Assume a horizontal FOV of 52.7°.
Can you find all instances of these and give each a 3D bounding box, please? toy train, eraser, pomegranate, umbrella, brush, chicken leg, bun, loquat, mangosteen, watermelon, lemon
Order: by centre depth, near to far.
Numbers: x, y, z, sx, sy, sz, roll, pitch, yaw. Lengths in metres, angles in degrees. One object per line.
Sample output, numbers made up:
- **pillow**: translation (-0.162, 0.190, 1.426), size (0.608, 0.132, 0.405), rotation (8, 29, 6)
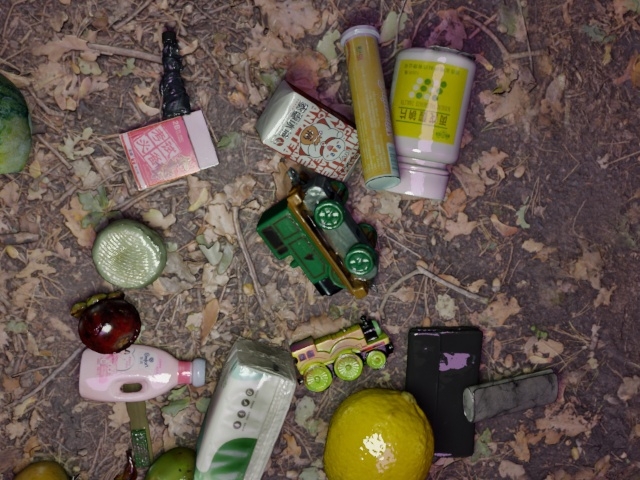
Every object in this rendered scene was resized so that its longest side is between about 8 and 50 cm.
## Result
- **watermelon**: translation (-0.865, -0.315, 1.628), size (0.224, 0.180, 0.305), rotation (-13, 100, -50)
- **umbrella**: translation (-0.389, -0.433, 1.696), size (0.080, 0.071, 0.224), rotation (-6, 91, 3)
- **bun**: translation (-0.507, 0.034, 1.735), size (0.196, 0.118, 0.195), rotation (0, 100, -1)
- **eraser**: translation (-0.403, -0.244, 1.741), size (0.230, 0.038, 0.157), rotation (-18, 101, -3)
- **mangosteen**: translation (-0.576, 0.216, 1.744), size (0.166, 0.166, 0.180), rotation (-40, 71, 1)
- **toy train**: translation (0.000, 0.000, 1.758), size (0.249, 0.178, 0.429), rotation (-29, 109, 18)
- **loquat**: translation (-0.761, 0.721, 1.781), size (0.213, 0.213, 0.213), rotation (-1, 100, -7)
- **lemon**: translation (0.159, 0.580, 1.813), size (0.336, 0.336, 0.335), rotation (-1, 100, -7)
- **pomegranate**: translation (-0.371, 0.678, 1.827), size (0.241, 0.190, 0.159), rotation (21, 82, -9)
- **brush**: translation (-0.525, 0.522, 1.854), size (0.054, 0.048, 0.282), rotation (-7, 98, -5)
- **toy train**: translation (0.061, 0.322, 1.862), size (0.296, 0.100, 0.160), rotation (-20, 100, -3)
- **chicken leg**: translation (-0.564, 0.680, 1.882), size (0.062, 0.037, 0.145), rotation (26, 97, 3)

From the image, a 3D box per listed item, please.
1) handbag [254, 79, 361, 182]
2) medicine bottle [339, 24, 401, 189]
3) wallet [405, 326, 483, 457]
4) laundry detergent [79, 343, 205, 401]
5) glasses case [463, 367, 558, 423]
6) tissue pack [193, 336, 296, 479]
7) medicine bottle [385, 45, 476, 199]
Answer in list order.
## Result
- **handbag**: translation (-0.012, -0.280, 1.736), size (0.298, 0.151, 0.171), rotation (27, 107, -27)
- **medicine bottle**: translation (0.128, -0.342, 1.661), size (0.108, 0.108, 0.425), rotation (-5, 73, -6)
- **wallet**: translation (0.364, 0.458, 1.940), size (0.229, 0.062, 0.405), rotation (0, 100, -8)
- **laundry detergent**: translation (-0.489, 0.369, 1.799), size (0.336, 0.088, 0.158), rotation (2, 73, -9)
- **glasses case**: translation (0.572, 0.464, 1.935), size (0.299, 0.060, 0.114), rotation (-8, 103, -19)
- **tissue pack**: translation (-0.211, 0.477, 1.770), size (0.194, 0.266, 0.356), rotation (20, 96, -10)
- **medicine bottle**: translation (0.276, -0.310, 1.724), size (0.214, 0.213, 0.378), rotation (8, 98, -8)
